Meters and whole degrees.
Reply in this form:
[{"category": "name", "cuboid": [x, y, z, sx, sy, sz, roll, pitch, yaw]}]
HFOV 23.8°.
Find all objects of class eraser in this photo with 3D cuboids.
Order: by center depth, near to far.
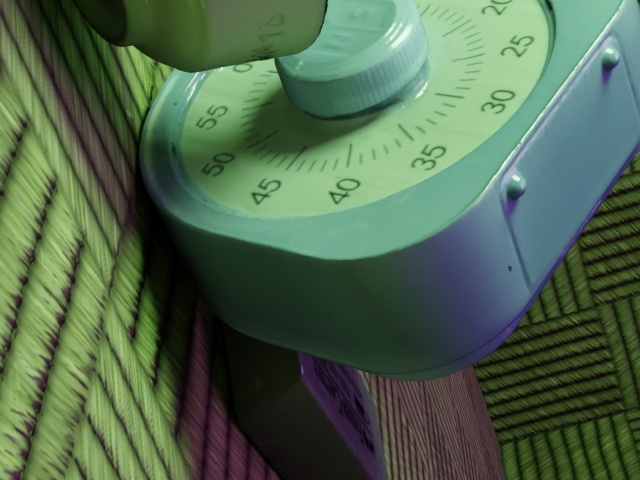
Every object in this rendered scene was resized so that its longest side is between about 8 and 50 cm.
[{"category": "eraser", "cuboid": [-0.007, 0.146, 1.316, 0.352, 0.077, 0.111, 61, 15, -58]}]

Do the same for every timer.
[{"category": "timer", "cuboid": [0.032, -0.093, 1.149, 0.395, 0.395, 0.173, -96, 165, -50]}]

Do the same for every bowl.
[{"category": "bowl", "cuboid": [-0.107, -0.211, 1.019, 0.238, 0.126, 0.237, 48, -24, 30]}]
